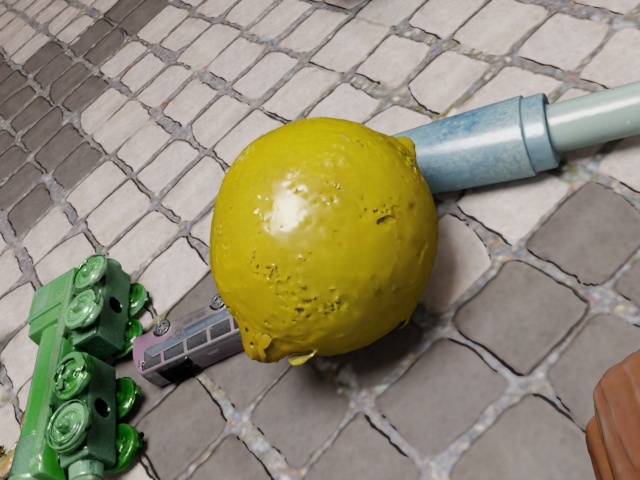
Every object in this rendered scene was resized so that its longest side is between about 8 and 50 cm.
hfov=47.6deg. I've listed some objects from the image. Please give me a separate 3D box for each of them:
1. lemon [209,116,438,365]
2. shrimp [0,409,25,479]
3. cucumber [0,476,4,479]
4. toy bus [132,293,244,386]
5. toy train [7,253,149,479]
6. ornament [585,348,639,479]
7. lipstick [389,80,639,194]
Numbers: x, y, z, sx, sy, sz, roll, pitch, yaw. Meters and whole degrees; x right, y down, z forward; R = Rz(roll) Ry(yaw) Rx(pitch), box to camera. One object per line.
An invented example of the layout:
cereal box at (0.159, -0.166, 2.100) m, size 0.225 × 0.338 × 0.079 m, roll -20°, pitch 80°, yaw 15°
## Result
lemon at (0.000, 0.000, 0.553) m, size 0.174 × 0.173 × 0.206 m, roll 5°, pitch 66°, yaw 37°
shrimp at (-0.319, 0.188, 0.715) m, size 0.083 × 0.023 × 0.114 m, roll -42°, pitch 48°, yaw -9°
cucumber at (-0.374, 0.298, 0.631) m, size 0.250 × 0.056 × 0.056 m, roll -44°, pitch 42°, yaw -3°
toy bus at (-0.105, 0.087, 0.648) m, size 0.131 × 0.037 × 0.052 m, roll -25°, pitch 48°, yaw 12°
toy train at (-0.228, 0.121, 0.673) m, size 0.119 × 0.085 × 0.251 m, roll -28°, pitch 41°, yaw 18°
ornament at (0.210, 0.151, 0.272) m, size 0.235 × 0.221 × 0.217 m, roll 11°, pitch 44°, yaw -8°
lipstick at (0.185, -0.089, 0.586) m, size 0.274 × 0.061 × 0.068 m, roll -12°, pitch 46°, yaw 26°
